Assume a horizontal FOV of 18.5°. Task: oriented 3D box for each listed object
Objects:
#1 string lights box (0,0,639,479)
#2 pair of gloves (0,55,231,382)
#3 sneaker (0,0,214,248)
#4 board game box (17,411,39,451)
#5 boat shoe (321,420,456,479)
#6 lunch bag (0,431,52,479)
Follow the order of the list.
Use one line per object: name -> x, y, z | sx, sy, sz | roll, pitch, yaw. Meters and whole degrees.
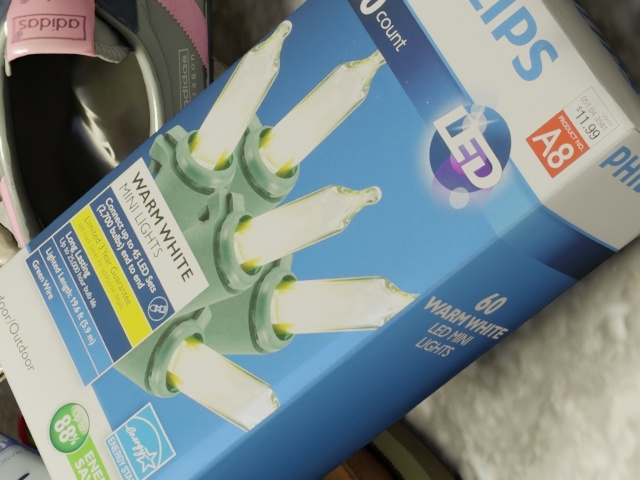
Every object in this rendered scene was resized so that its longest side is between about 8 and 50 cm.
string lights box -> 0.000, 0.000, 0.752 | 0.260, 0.077, 0.133 | -40, 60, 17
pair of gloves -> -0.178, -0.057, 1.006 | 0.204, 0.042, 0.240 | 45, 111, 8
sneaker -> -0.105, -0.132, 0.884 | 0.131, 0.112, 0.319 | -53, -44, -78
board game box -> -0.152, 0.121, 1.160 | 0.169, 0.033, 0.133 | -42, 64, 52
boat shoe -> -0.055, 0.087, 0.940 | 0.307, 0.104, 0.110 | 31, 123, 50
lunch bag -> -0.089, 0.228, 0.917 | 0.243, 0.115, 0.303 | 15, 141, 57
